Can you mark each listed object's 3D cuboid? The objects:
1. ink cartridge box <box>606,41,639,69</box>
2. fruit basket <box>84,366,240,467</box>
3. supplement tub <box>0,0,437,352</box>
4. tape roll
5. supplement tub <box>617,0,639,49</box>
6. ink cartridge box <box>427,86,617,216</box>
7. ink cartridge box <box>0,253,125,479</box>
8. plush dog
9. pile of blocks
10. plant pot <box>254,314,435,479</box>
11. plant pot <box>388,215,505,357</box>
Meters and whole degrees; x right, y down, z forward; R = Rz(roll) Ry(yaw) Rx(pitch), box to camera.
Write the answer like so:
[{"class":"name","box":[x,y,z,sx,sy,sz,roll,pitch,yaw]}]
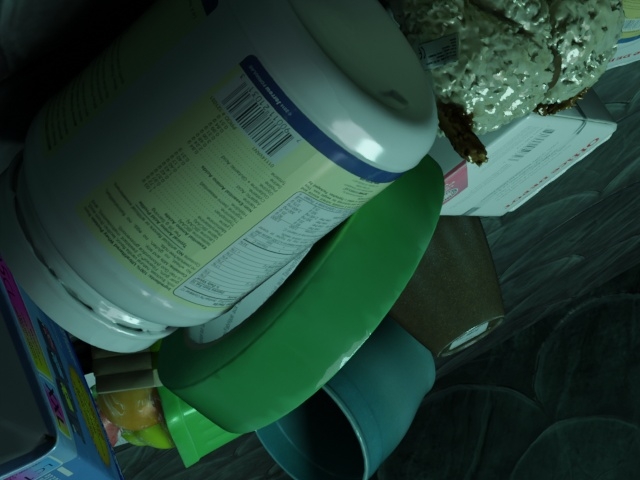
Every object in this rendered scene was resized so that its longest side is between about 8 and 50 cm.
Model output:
[{"class":"ink cartridge box","box":[0.360,-0.279,1.558,0.139,0.082,0.191,-17,162,-15]},{"class":"fruit basket","box":[-0.280,0.219,1.891,0.352,0.166,0.327,-10,156,-2]},{"class":"supplement tub","box":[-0.092,-0.076,1.130,0.325,0.235,0.235,-38,162,24]},{"class":"tape roll","box":[-0.022,0.026,1.281,0.321,0.077,0.321,-45,-162,19]},{"class":"supplement tub","box":[0.296,-0.291,1.324,0.144,0.144,0.200,-23,163,-23]},{"class":"ink cartridge box","box":[0.210,-0.130,1.697,0.207,0.117,0.283,-39,161,26]},{"class":"ink cartridge box","box":[-0.314,0.138,1.319,0.151,0.270,0.395,-23,163,-6]},{"class":"plush dog","box":[0.176,-0.180,1.249,0.225,0.211,0.262,-19,147,-19]},{"class":"pile of blocks","box":[-0.119,0.070,1.668,0.362,0.149,0.112,-36,165,17]},{"class":"plant pot","box":[0.053,0.255,2.340,0.255,0.272,0.272,-35,170,-37]},{"class":"plant pot","box":[0.147,0.035,1.873,0.215,0.230,0.215,-27,163,-9]}]
